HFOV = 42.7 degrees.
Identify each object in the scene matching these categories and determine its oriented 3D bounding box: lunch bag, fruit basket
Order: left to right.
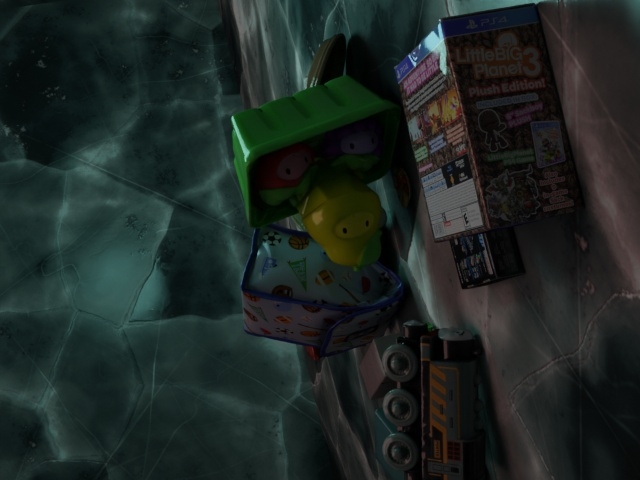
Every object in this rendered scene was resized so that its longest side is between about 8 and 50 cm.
[{"bbox_3d":[0.002,0.146,2.070,0.328,0.386,0.238,102,180,-66],"label":"lunch bag"},{"bbox_3d":[0.017,-0.128,1.758,0.283,0.392,0.392,95,160,-55],"label":"fruit basket"}]

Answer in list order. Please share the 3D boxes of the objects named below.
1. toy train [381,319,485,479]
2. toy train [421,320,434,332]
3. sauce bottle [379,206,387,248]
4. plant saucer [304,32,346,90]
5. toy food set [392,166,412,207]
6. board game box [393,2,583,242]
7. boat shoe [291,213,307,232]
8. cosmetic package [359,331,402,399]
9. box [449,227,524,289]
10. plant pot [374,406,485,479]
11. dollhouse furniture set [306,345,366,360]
[{"bbox_3d":[0.228,0.324,1.612,0.142,0.190,0.333,-6,-84,-63],"label":"toy train"},{"bbox_3d":[0.236,0.197,1.852,0.083,0.024,0.017,-170,68,-77],"label":"toy train"},{"bbox_3d":[0.103,0.008,2.081,0.344,0.112,0.111,106,150,-69],"label":"sauce bottle"},{"bbox_3d":[0.005,-0.366,1.981,0.278,0.041,0.277,17,-90,-82],"label":"plant saucer"},{"bbox_3d":[0.180,-0.120,1.805,0.082,0.020,0.083,-116,18,-51],"label":"toy food set"},{"bbox_3d":[0.234,-0.158,1.194,0.232,0.141,0.290,158,99,-78],"label":"board game box"},{"bbox_3d":[0.000,0.000,2.632,0.103,0.113,0.302,60,-177,-46],"label":"boat shoe"},{"bbox_3d":[0.179,0.303,1.987,0.238,0.127,0.107,97,157,-63],"label":"cosmetic package"},{"bbox_3d":[0.265,-0.033,1.403,0.175,0.051,0.220,134,123,-76],"label":"box"},{"bbox_3d":[0.246,0.471,1.773,0.234,0.166,0.165,-131,29,-49],"label":"plant pot"},{"bbox_3d":[0.033,0.140,2.341,0.152,0.202,0.373,175,83,-81],"label":"dollhouse furniture set"}]
